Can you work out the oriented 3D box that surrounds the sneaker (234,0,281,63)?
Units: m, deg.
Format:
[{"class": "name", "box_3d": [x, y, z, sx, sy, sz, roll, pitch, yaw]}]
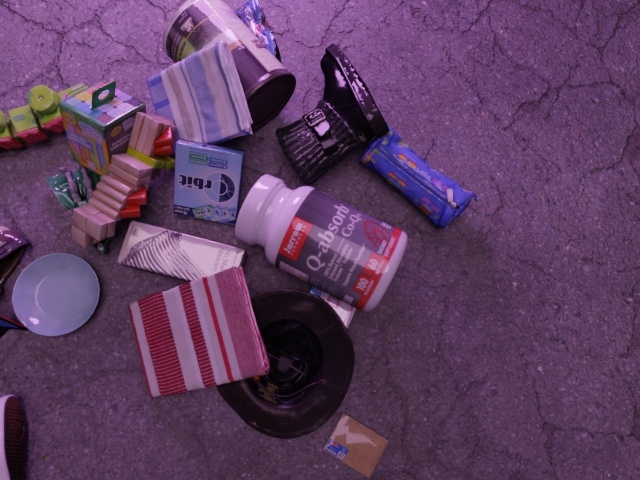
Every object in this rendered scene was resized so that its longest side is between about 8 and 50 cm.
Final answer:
[{"class": "sneaker", "box_3d": [-0.171, -0.550, 1.195, 0.087, 0.083, 0.221, -23, 77, 5]}]

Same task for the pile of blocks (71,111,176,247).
[{"class": "pile of blocks", "box_3d": [-0.424, -0.127, 1.025, 0.113, 0.149, 0.361, 29, 83, 14]}]

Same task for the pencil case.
[{"class": "pencil case", "box_3d": [0.247, -0.160, 1.123, 0.306, 0.133, 0.119, 40, 95, 4]}]

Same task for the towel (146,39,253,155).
[{"class": "towel", "box_3d": [-0.294, -0.325, 1.039, 0.285, 0.034, 0.209, -6, 106, 34]}]

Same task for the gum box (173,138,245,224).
[{"class": "gum box", "box_3d": [-0.273, -0.141, 1.068, 0.157, 0.041, 0.184, 10, 117, -4]}]

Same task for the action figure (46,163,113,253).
[{"class": "action figure", "box_3d": [-0.568, -0.075, 1.075, 0.137, 0.063, 0.232, -22, 85, -12]}]

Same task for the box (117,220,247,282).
[{"class": "box", "box_3d": [-0.324, 0.043, 1.053, 0.276, 0.094, 0.113, 13, 79, -2]}]

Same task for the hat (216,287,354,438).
[{"class": "hat", "box_3d": [-0.071, 0.269, 1.014, 0.332, 0.134, 0.330, 0, 90, 8]}]

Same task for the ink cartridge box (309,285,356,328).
[{"class": "ink cartridge box", "box_3d": [0.022, 0.167, 1.081, 0.123, 0.052, 0.088, 26, 78, -1]}]

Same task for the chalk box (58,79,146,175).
[{"class": "chalk box", "box_3d": [-0.495, -0.270, 1.014, 0.132, 0.212, 0.132, 28, 48, 10]}]

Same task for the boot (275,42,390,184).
[{"class": "boot", "box_3d": [0.001, -0.334, 1.137, 0.260, 0.131, 0.347, -31, 54, 17]}]

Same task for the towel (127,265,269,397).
[{"class": "towel", "box_3d": [-0.281, 0.212, 0.982, 0.329, 0.037, 0.236, -19, 83, 22]}]

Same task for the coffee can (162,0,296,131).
[{"class": "coffee can", "box_3d": [-0.226, -0.435, 1.098, 0.202, 0.201, 0.275, -40, 84, -11]}]

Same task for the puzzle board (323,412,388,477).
[{"class": "puzzle board", "box_3d": [0.085, 0.488, 1.048, 0.128, 0.011, 0.096, 31, 80, 2]}]

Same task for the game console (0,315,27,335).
[{"class": "game console", "box_3d": [-0.753, 0.193, 0.955, 0.124, 0.144, 0.085, -49, 48, -10]}]

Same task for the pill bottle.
[{"class": "pill bottle", "box_3d": [0.000, 0.000, 1.026, 0.363, 0.210, 0.210, 26, 78, 5]}]

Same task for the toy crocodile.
[{"class": "toy crocodile", "box_3d": [-0.706, -0.289, 1.075, 0.341, 0.115, 0.105, -25, 88, -7]}]

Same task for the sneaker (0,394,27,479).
[{"class": "sneaker", "box_3d": [-0.707, 0.484, 0.931, 0.123, 0.106, 0.289, -4, 81, -8]}]

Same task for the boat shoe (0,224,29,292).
[{"class": "boat shoe", "box_3d": [-0.783, 0.101, 1.002, 0.093, 0.102, 0.285, 24, 72, 5]}]

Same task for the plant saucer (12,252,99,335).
[{"class": "plant saucer", "box_3d": [-0.620, 0.128, 1.041, 0.195, 0.037, 0.194, 1, 79, -5]}]
